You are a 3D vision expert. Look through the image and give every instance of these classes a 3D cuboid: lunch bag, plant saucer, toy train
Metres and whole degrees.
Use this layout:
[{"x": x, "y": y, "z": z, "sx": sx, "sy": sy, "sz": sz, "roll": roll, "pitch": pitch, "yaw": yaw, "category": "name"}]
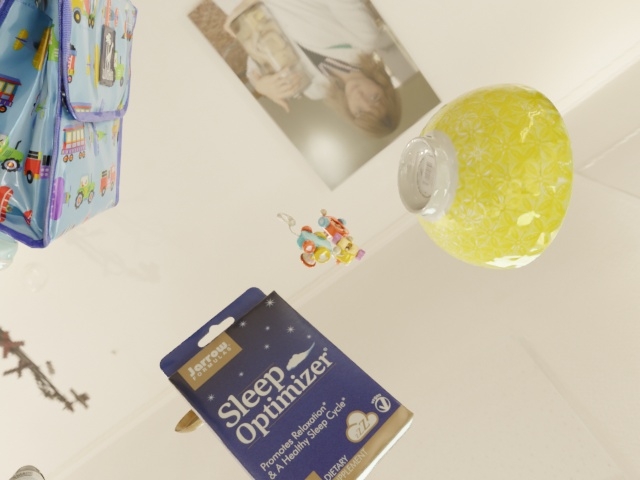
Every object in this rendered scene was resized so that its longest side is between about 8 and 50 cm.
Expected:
[{"x": -0.290, "y": -0.170, "z": 0.587, "sx": 0.221, "sy": 0.138, "sz": 0.293, "roll": -96, "pitch": -153, "yaw": -74, "category": "lunch bag"}, {"x": -0.191, "y": 0.276, "z": 0.828, "sx": 0.083, "sy": 0.015, "sz": 0.083, "roll": -35, "pitch": -172, "yaw": 6, "category": "plant saucer"}, {"x": 0.000, "y": 0.000, "z": 0.838, "sx": 0.166, "sy": 0.125, "sz": 0.046, "roll": -1, "pitch": 129, "yaw": -53, "category": "toy train"}]

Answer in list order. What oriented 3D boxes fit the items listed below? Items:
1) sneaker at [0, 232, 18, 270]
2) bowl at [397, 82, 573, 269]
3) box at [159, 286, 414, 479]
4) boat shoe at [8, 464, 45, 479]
[{"x": -0.452, "y": -0.121, "z": 0.660, "sx": 0.208, "sy": 0.319, "sz": 0.127, "roll": -41, "pitch": -145, "yaw": -13, "category": "sneaker"}, {"x": 0.212, "y": -0.096, "z": 0.795, "sx": 0.156, "sy": 0.289, "sz": 0.289, "roll": -1, "pitch": -176, "yaw": -20, "category": "bowl"}, {"x": -0.043, "y": 0.139, "z": 0.496, "sx": 0.136, "sy": 0.036, "sz": 0.225, "roll": -40, "pitch": -121, "yaw": -23, "category": "box"}, {"x": -0.443, "y": 0.459, "z": 0.813, "sx": 0.080, "sy": 0.228, "sz": 0.076, "roll": -13, "pitch": -174, "yaw": -23, "category": "boat shoe"}]
